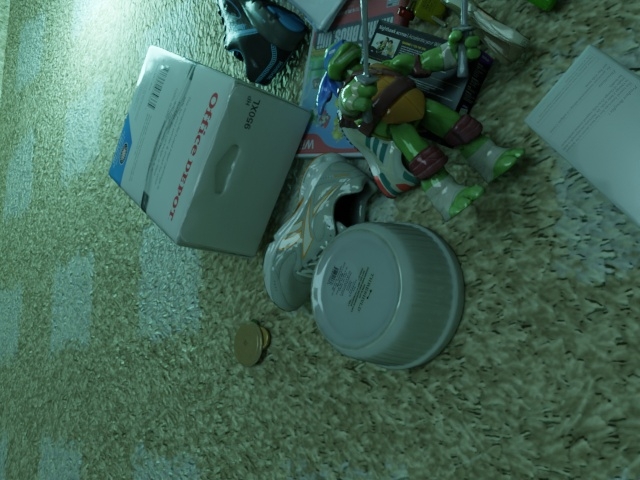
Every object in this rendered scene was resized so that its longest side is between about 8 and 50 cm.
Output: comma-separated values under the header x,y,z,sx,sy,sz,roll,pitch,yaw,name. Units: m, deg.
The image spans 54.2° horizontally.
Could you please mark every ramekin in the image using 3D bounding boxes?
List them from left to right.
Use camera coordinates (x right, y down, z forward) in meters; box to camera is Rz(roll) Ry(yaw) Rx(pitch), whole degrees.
x,y,z,sx,sy,sz,roll,pitch,yaw,name
0.080,0.071,0.855,0.207,0.109,0.207,-12,74,45,ramekin

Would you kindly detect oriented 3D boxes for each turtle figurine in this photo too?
x,y,z,sx,sy,sz,roll,pitch,yaw,name
0.125,-0.176,0.732,0.266,0.198,0.274,48,121,3,turtle figurine

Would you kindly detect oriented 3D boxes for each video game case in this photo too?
x,y,z,sx,sy,sz,roll,pitch,yaw,name
0.047,-0.274,1.025,0.204,0.025,0.285,8,87,47,video game case

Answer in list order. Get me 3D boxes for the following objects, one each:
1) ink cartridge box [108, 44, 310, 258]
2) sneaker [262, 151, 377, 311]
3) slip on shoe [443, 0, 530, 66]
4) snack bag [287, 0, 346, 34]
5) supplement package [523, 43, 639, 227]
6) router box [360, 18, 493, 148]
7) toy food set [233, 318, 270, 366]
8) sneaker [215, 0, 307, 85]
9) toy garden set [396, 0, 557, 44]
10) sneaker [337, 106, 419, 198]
x,y,z,sx,sy,sz,roll,pitch,yaw,name
-0.226,-0.175,1.169,0.395,0.166,0.285,35,107,49,ink cartridge box
0.000,0.000,0.960,0.121,0.099,0.262,33,106,46,sneaker
0.204,-0.271,0.798,0.135,0.051,0.041,43,118,24,slip on shoe
0.017,-0.566,1.085,0.342,0.037,0.323,-52,50,17,snack bag
0.322,-0.099,0.642,0.105,0.105,0.179,-51,49,25,supplement package
0.134,-0.224,0.887,0.179,0.046,0.133,31,104,34,router box
-0.126,0.182,1.109,0.082,0.020,0.083,31,104,45,toy food set
-0.156,-0.430,1.198,0.140,0.125,0.341,-57,45,27,sneaker
0.222,-0.360,0.841,0.244,0.049,0.204,46,125,33,toy garden set
0.091,-0.141,0.889,0.075,0.057,0.161,-26,100,34,sneaker
